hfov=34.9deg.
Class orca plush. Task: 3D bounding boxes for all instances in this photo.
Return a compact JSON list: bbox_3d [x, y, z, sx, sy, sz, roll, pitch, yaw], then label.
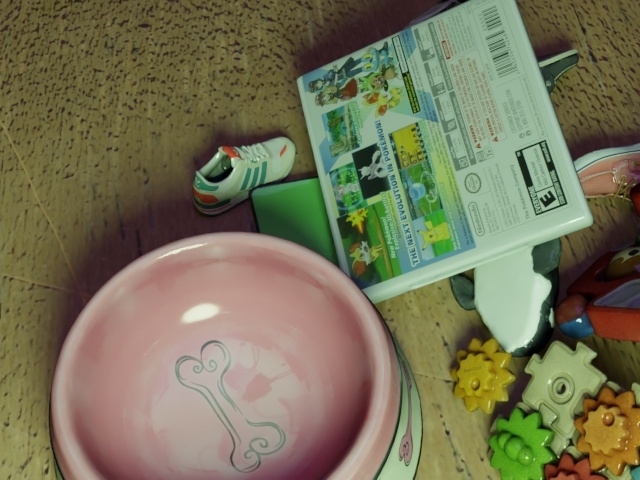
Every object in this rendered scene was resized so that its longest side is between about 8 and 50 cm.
[{"bbox_3d":[0.236,0.022,1.249,0.151,0.102,0.287,-45,43,23],"label":"orca plush"}]

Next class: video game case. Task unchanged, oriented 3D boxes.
[{"bbox_3d":[0.137,-0.116,1.237,0.300,0.036,0.329,-21,65,18],"label":"video game case"}]

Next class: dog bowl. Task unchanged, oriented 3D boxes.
[{"bbox_3d":[-0.095,0.167,1.063,0.408,0.150,0.408,-2,58,3],"label":"dog bowl"}]

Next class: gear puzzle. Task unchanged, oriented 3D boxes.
[{"bbox_3d":[0.244,0.197,1.042,0.044,0.175,0.339,15,17,-40],"label":"gear puzzle"}]

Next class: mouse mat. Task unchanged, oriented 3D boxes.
[{"bbox_3d":[0.000,0.000,1.277,0.152,0.007,0.190,-10,63,-8],"label":"mouse mat"}]

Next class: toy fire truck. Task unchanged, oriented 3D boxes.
[{"bbox_3d":[0.391,0.033,1.112,0.254,0.302,0.169,-26,98,-18],"label":"toy fire truck"}]

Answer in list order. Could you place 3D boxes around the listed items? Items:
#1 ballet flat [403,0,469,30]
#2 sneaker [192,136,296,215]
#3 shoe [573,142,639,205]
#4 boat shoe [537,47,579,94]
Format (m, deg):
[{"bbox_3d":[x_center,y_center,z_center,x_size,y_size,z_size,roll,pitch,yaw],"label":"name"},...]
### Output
[{"bbox_3d":[0.134,-0.226,1.376,0.123,0.123,0.348,25,57,16],"label":"ballet flat"},{"bbox_3d":[-0.097,-0.098,1.313,0.161,0.075,0.057,-32,61,-21],"label":"sneaker"},{"bbox_3d":[0.397,-0.075,1.309,0.178,0.063,0.081,-15,51,-16],"label":"shoe"},{"bbox_3d":[0.287,-0.210,1.421,0.206,0.075,0.065,-29,103,-25],"label":"boat shoe"}]
